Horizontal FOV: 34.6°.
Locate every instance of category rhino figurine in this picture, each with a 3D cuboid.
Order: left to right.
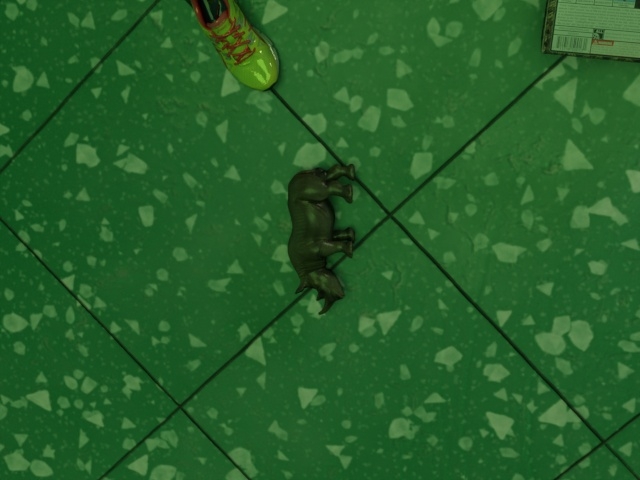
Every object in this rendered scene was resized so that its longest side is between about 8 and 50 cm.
[{"bbox_3d":[0.000,0.000,1.621,0.106,0.073,0.243,2,104,7],"label":"rhino figurine"}]

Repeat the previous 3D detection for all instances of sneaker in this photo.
[{"bbox_3d":[-0.141,-0.315,1.568,0.081,0.094,0.208,-34,95,14],"label":"sneaker"}]

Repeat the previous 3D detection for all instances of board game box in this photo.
[{"bbox_3d":[0.433,-0.398,1.387,0.232,0.141,0.291,8,115,9],"label":"board game box"}]
